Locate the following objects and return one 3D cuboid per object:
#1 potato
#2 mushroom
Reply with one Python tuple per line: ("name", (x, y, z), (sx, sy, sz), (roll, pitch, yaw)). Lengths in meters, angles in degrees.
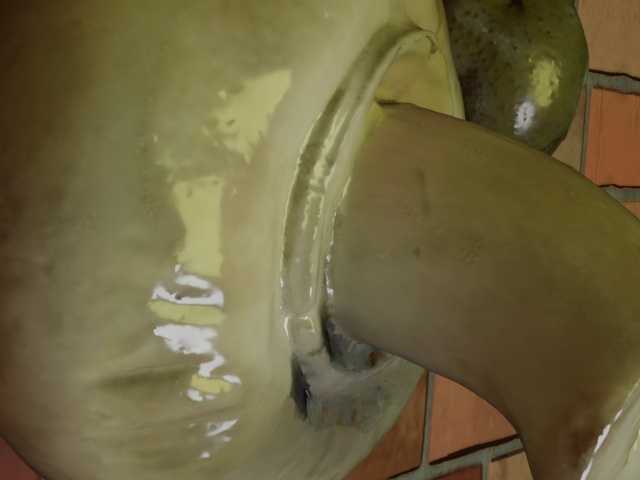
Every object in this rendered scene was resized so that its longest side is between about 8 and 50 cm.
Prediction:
("potato", (0.109, -0.114, 1.200), (0.194, 0.157, 0.157), (-33, 124, -59))
("mushroom", (-0.028, 0.005, 0.849), (0.356, 0.315, 0.315), (61, 27, 8))
